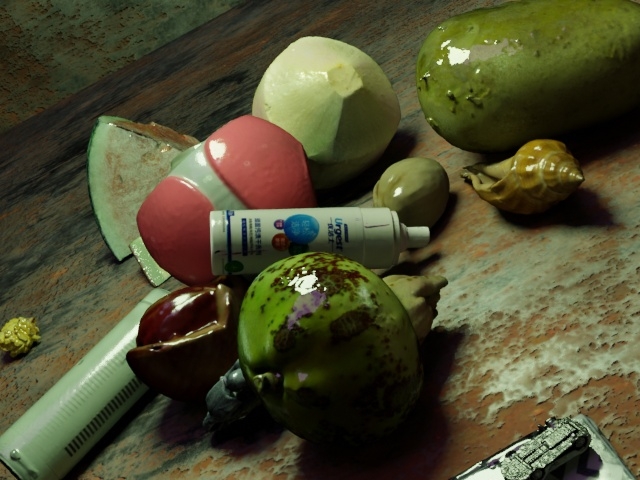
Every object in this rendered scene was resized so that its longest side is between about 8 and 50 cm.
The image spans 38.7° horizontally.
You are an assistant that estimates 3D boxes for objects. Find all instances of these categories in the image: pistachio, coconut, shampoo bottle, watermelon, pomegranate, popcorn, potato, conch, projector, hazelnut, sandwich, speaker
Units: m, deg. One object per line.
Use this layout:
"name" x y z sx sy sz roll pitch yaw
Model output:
"pistachio" 0.136 -0.067 1.362 0.113 0.113 0.149 4 36 48
"coconut" 0.007 -0.221 1.575 0.259 0.259 0.259 -24 28 13
"shampoo bottle" 0.000 0.000 1.266 0.303 0.092 0.092 -1 28 -5
"watermelon" -0.329 -0.098 1.877 0.250 0.293 0.283 -64 -11 21
"pomegranate" 0.044 0.110 1.041 0.277 0.221 0.204 -18 5 -10
"popcorn" -0.560 0.175 1.697 0.083 0.057 0.082 -45 24 -20
"potato" 0.325 -0.250 1.356 0.359 0.219 0.269 -10 18 13
"conch" 0.278 -0.082 1.274 0.109 0.093 0.330 -54 11 -8
"projector" -0.320 0.217 1.333 0.108 0.108 0.337 6 44 49
"hazelnut" -0.172 0.128 1.273 0.170 0.160 0.201 -12 39 23
"sandwich" -0.294 0.044 1.706 0.074 0.074 0.116 -34 59 -7
"speaker" -0.147 -0.050 1.432 0.294 0.294 0.294 -24 28 13

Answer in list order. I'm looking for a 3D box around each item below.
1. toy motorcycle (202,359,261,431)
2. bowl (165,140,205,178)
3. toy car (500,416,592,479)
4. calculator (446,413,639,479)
"toy motorcycle" -0.081 0.174 1.159 0.193 0.124 0.061 -39 72 -5
"bowl" -0.201 -0.118 1.677 0.211 0.112 0.211 -26 -2 -1
"toy car" 0.209 0.200 0.851 0.093 0.025 0.041 -33 27 -11
"calculator" 0.161 0.269 0.846 0.274 0.028 0.165 -30 28 2
